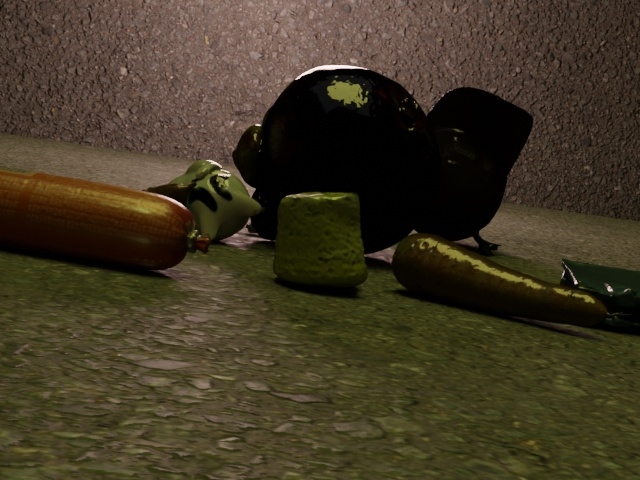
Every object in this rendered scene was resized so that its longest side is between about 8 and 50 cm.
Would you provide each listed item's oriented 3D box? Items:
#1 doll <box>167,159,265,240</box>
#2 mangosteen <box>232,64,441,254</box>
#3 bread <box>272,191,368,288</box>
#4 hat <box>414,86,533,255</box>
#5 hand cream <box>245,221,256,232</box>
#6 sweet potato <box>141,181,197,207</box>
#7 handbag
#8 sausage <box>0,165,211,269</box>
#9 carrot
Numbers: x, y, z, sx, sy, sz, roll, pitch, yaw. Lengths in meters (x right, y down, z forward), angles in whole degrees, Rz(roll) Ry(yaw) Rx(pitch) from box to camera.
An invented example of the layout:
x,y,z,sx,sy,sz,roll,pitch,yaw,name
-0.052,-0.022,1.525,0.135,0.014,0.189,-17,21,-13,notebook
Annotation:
x,y,z,sx,sy,sz,roll,pitch,yaw,name
-0.165,-0.059,1.517,0.110,0.107,0.181,-38,17,-10,doll
0.025,-0.107,1.531,0.313,0.297,0.297,-35,6,3,mangosteen
0.000,0.000,1.203,0.111,0.114,0.129,1,4,-9,bread
0.246,-0.101,1.855,0.238,0.336,0.209,24,43,-7,hat
-0.077,-0.013,1.625,0.093,0.019,0.030,13,9,19,hand cream
-0.263,-0.041,1.478,0.226,0.068,0.068,-10,-7,40,sweet potato
0.411,0.082,1.250,0.229,0.062,0.179,9,9,3,handbag
-0.274,-0.024,1.151,0.312,0.093,0.093,9,7,7,sausage
0.216,0.057,1.186,0.298,0.078,0.078,16,10,34,carrot
